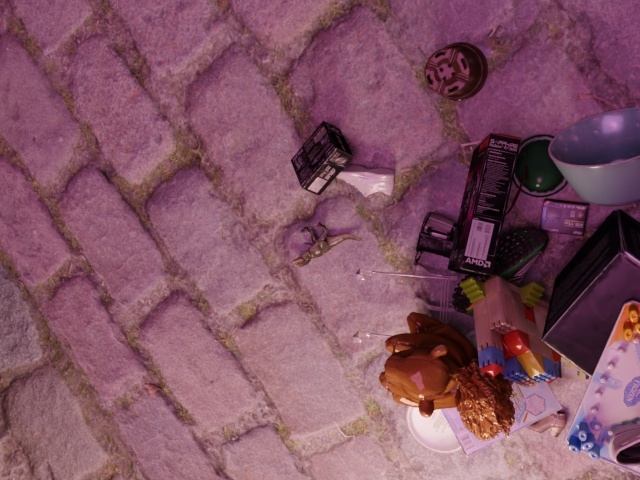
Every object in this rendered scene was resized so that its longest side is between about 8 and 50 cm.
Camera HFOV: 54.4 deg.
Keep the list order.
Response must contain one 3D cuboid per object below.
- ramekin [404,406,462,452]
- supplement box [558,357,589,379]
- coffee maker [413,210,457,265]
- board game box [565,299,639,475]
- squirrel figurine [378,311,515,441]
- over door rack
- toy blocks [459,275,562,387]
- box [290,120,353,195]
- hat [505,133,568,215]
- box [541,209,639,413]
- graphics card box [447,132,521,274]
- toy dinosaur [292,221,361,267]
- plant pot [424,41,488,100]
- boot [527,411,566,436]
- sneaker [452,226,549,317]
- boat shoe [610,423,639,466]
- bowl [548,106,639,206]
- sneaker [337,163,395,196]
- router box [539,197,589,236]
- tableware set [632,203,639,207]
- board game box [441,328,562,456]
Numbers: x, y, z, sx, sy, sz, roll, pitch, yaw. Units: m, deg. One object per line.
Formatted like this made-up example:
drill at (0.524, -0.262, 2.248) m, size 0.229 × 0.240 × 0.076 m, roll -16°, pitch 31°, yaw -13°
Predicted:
ramekin at (0.398, 0.563, 2.031) m, size 0.272 × 0.127 × 0.273 m, roll 6°, pitch 106°, yaw 24°
supplement box at (0.754, 0.363, 1.853) m, size 0.083 × 0.056 × 0.083 m, roll -1°, pitch 103°, yaw 25°
coffee maker at (0.395, 0.012, 1.904) m, size 0.178 × 0.120 × 0.171 m, roll 20°, pitch 134°, yaw 20°
board game box at (0.777, 0.367, 1.318) m, size 0.389 × 0.050 × 0.390 m, roll 20°, pitch 113°, yaw 19°
squirrel figurine at (0.353, 0.371, 1.706) m, size 0.396 × 0.370 × 0.281 m, roll 18°, pitch 85°, yaw 18°
over door rack at (0.268, 0.202, 1.988) m, size 0.324 × 0.108 × 0.240 m, roll 1°, pitch 105°, yaw 3°
toy blocks at (0.558, 0.276, 1.708) m, size 0.381 × 0.261 × 0.190 m, roll 25°, pitch 140°, yaw -28°
box at (0.002, -0.260, 1.978) m, size 0.180 × 0.077 × 0.147 m, roll -48°, pitch 44°, yaw 26°
hat at (0.597, -0.179, 1.707) m, size 0.172 × 0.183 × 0.209 m, roll 4°, pitch 106°, yaw 23°
box at (0.846, 0.209, 1.535) m, size 0.480 × 0.471 × 0.297 m, roll 38°, pitch 117°, yaw 11°
graphics card box at (0.444, -0.089, 1.706) m, size 0.094 × 0.233 × 0.371 m, roll 12°, pitch 88°, yaw 3°
toy dinosaur at (0.000, 0.000, 2.100) m, size 0.268 × 0.064 × 0.118 m, roll -26°, pitch 107°, yaw 27°
plant pot at (0.372, -0.472, 1.743) m, size 0.166 × 0.165 × 0.167 m, roll 6°, pitch 106°, yaw 22°
boot at (0.704, 0.558, 1.942) m, size 0.118 × 0.042 × 0.087 m, roll 13°, pitch 103°, yaw 20°
sneaker at (0.549, 0.098, 1.851) m, size 0.146 × 0.134 × 0.343 m, roll 25°, pitch 121°, yaw -25°
boat shoe at (0.732, 0.409, 1.271) m, size 0.267 × 0.088 × 0.096 m, roll -17°, pitch 97°, yaw 28°
bowl at (0.758, -0.199, 1.591) m, size 0.311 × 0.311 × 0.163 m, roll -10°, pitch 119°, yaw 26°
sneaker at (0.131, -0.186, 1.986) m, size 0.212 × 0.080 × 0.094 m, roll 11°, pitch 120°, yaw 21°
router box at (0.694, -0.066, 1.776) m, size 0.122 × 0.038 × 0.092 m, roll 9°, pitch 108°, yaw 22°
tableware set at (0.877, -0.137, 1.682) m, size 0.154 × 0.024 × 0.104 m, roll 15°, pitch 109°, yaw 21°
board game box at (0.502, 0.434, 1.886) m, size 0.318 × 0.066 × 0.319 m, roll -30°, pitch 75°, yaw 8°
